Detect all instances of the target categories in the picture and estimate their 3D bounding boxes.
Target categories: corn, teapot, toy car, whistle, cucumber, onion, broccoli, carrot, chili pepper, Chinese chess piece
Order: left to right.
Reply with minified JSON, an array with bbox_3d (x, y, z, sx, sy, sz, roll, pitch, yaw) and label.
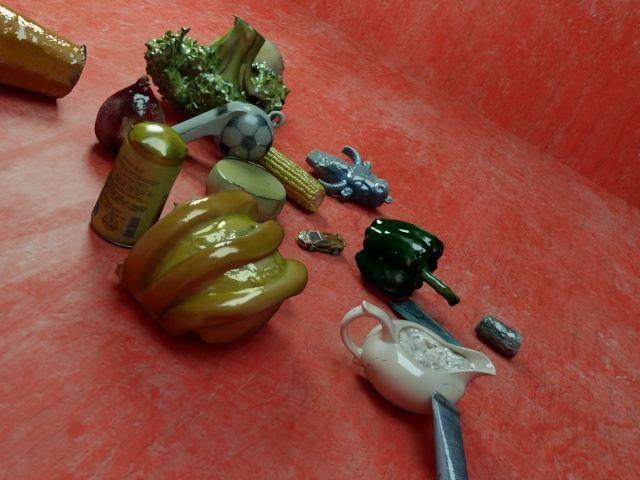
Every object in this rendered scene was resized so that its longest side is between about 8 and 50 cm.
[{"bbox_3d":[-0.685,-0.425,1.710,0.254,0.196,0.196,18,28,-40],"label":"carrot"},{"bbox_3d":[-0.412,-0.276,1.680,0.159,0.195,0.159,24,17,-8],"label":"onion"},{"bbox_3d":[-0.267,-0.425,2.012,0.277,0.317,0.338,-78,145,-74],"label":"broccoli"},{"bbox_3d":[-0.221,-0.247,1.850,0.163,0.290,0.163,-24,90,-89],"label":"whistle"},{"bbox_3d":[-0.173,-0.114,1.760,0.188,0.083,0.188,23,24,-11],"label":"Chinese chess piece"},{"bbox_3d":[-0.093,-0.169,1.926,0.248,0.081,0.081,38,28,17],"label":"corn"},{"bbox_3d":[0.000,0.000,1.775,0.122,0.035,0.059,12,36,-34],"label":"toy car"},{"bbox_3d":[0.080,-0.173,2.086,0.269,0.093,0.180,31,52,6],"label":"whistle"},{"bbox_3d":[0.167,0.223,1.433,0.300,0.166,0.208,32,37,-17],"label":"teapot"},{"bbox_3d":[0.213,0.054,1.743,0.261,0.165,0.174,27,17,20],"label":"chili pepper"},{"bbox_3d":[0.416,0.222,1.773,0.112,0.064,0.064,32,27,11],"label":"cucumber"}]

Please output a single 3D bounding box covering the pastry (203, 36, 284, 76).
[{"bbox_3d":[-0.234,-0.523,2.256,0.265,0.133,0.265,-3,-2,0],"label":"pastry"}]

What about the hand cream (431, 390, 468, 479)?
[{"bbox_3d":[0.223,0.376,1.273,0.088,0.055,0.256,39,36,-29],"label":"hand cream"}]

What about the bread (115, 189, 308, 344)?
[{"bbox_3d":[-0.173,0.039,1.336,0.270,0.211,0.316,42,37,22],"label":"bread"}]

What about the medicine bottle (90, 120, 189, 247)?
[{"bbox_3d":[-0.336,-0.110,1.418,0.124,0.239,0.124,25,28,-14],"label":"medicine bottle"}]

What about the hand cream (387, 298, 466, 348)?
[{"bbox_3d":[0.244,0.199,1.669,0.083,0.048,0.224,-2,35,-46],"label":"hand cream"}]
